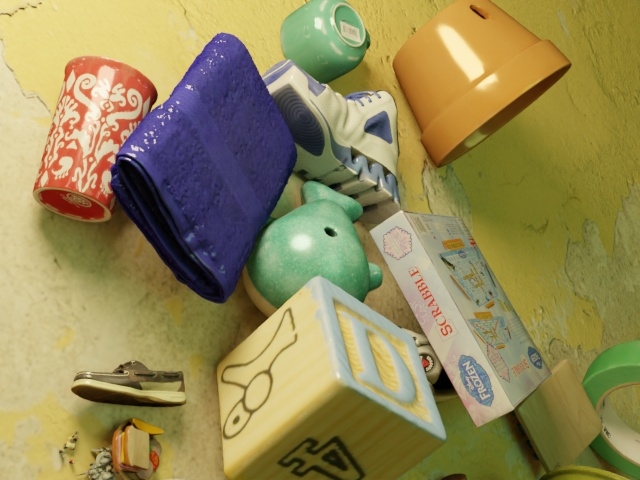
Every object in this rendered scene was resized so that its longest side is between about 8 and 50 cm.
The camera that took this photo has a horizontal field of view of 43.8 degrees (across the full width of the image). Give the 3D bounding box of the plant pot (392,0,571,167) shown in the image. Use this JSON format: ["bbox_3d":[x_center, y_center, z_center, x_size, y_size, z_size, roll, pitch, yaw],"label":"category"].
[{"bbox_3d":[0.264,-0.295,1.417,0.291,0.291,0.203,-32,83,-45],"label":"plant pot"}]

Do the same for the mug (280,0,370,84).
[{"bbox_3d":[0.020,-0.337,1.298,0.129,0.097,0.158,52,48,-18],"label":"mug"}]

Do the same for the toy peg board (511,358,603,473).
[{"bbox_3d":[0.428,0.334,1.503,0.160,0.079,0.161,-35,101,-29],"label":"toy peg board"}]

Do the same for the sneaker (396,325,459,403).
[{"bbox_3d":[0.099,0.169,1.176,0.330,0.146,0.123,21,64,-37],"label":"sneaker"}]

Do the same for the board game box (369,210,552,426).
[{"bbox_3d":[0.232,0.108,1.254,0.318,0.066,0.318,62,22,13],"label":"board game box"}]

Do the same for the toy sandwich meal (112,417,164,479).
[{"bbox_3d":[-0.207,0.240,0.916,0.085,0.029,0.086,44,37,-46],"label":"toy sandwich meal"}]

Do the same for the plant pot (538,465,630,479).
[{"bbox_3d":[0.374,0.596,1.186,0.353,0.366,0.367,-32,99,-34],"label":"plant pot"}]

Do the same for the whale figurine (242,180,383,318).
[{"bbox_3d":[0.000,0.000,1.122,0.216,0.141,0.272,26,43,-4],"label":"whale figurine"}]

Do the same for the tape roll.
[{"bbox_3d":[0.661,0.341,1.537,0.321,0.321,0.077,57,45,-14],"label":"tape roll"}]

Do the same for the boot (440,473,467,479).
[{"bbox_3d":[0.187,0.463,1.216,0.197,0.073,0.152,-13,90,-43],"label":"boot"}]

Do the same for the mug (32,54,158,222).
[{"bbox_3d":[-0.253,-0.110,0.946,0.150,0.113,0.169,23,64,-26],"label":"mug"}]

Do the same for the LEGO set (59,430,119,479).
[{"bbox_3d":[-0.252,0.249,0.889,0.083,0.023,0.054,35,55,-31],"label":"LEGO set"}]

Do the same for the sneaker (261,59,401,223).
[{"bbox_3d":[0.025,-0.181,1.247,0.315,0.127,0.182,42,47,-35],"label":"sneaker"}]

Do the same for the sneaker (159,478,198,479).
[{"bbox_3d":[-0.187,0.327,0.831,0.282,0.161,0.102,-14,85,-47],"label":"sneaker"}]

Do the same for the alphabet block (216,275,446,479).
[{"bbox_3d":[0.007,0.199,0.990,0.193,0.197,0.192,35,24,-29],"label":"alphabet block"}]

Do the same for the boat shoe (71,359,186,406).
[{"bbox_3d":[-0.222,0.165,0.931,0.152,0.056,0.049,24,55,-48],"label":"boat shoe"}]

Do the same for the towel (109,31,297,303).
[{"bbox_3d":[-0.138,-0.098,1.009,0.228,0.076,0.308,63,33,-32],"label":"towel"}]
